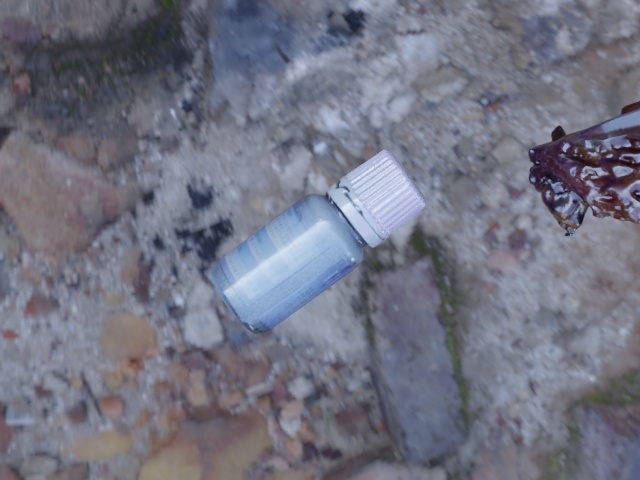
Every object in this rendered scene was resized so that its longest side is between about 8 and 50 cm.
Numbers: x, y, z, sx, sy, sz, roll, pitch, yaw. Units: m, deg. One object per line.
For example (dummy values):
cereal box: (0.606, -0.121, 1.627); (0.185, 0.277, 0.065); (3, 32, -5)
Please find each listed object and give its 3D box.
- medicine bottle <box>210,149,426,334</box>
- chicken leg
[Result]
medicine bottle: (0.000, 0.000, 1.385); (0.203, 0.083, 0.083); (-35, 112, 7)
chicken leg: (0.358, -0.069, 1.306); (0.158, 0.407, 0.096); (-56, 133, -24)
